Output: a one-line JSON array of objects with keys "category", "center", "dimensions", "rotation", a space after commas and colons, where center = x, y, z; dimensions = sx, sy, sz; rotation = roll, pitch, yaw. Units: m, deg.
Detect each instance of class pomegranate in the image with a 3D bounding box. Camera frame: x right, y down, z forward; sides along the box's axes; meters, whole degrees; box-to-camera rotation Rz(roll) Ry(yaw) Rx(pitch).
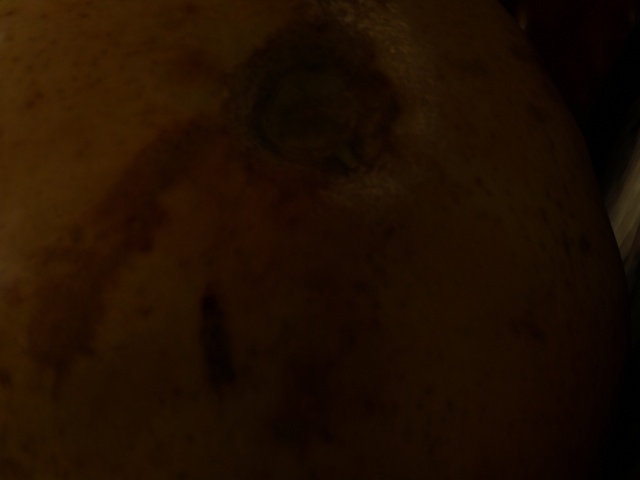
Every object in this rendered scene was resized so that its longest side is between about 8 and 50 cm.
[{"category": "pomegranate", "center": [-0.037, 0.026, 0.500], "dimensions": [0.264, 0.264, 0.264], "rotation": [-63, 3, 6]}]

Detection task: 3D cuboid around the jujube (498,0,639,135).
[{"category": "jujube", "center": [0.030, -0.052, 0.730], "dimensions": [0.342, 0.216, 0.216], "rotation": [-56, 4, 4]}]
